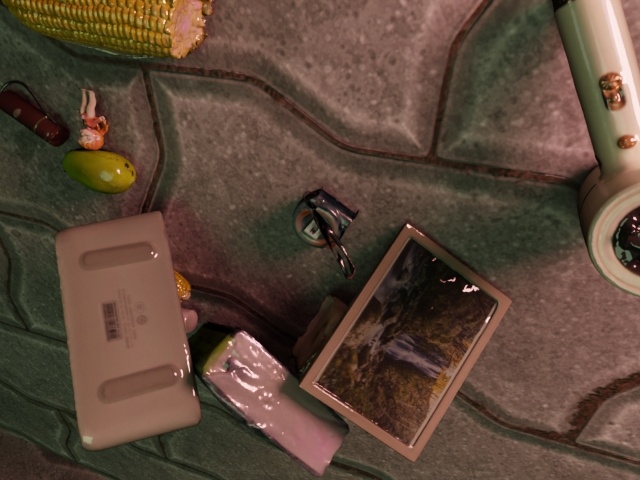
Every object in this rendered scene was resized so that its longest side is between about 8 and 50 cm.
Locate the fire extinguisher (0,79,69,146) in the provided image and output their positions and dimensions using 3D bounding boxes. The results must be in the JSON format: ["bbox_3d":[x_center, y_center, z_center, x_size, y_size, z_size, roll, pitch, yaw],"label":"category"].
[{"bbox_3d":[-0.567,-0.252,0.797,0.157,0.045,0.078,36,100,-5],"label":"fire extinguisher"}]

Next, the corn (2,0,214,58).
[{"bbox_3d":[-0.309,-0.342,0.595,0.304,0.122,0.124,16,100,7],"label":"corn"}]

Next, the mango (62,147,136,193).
[{"bbox_3d":[-0.441,-0.135,0.807,0.164,0.074,0.091,7,127,17],"label":"mango"}]

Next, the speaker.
[{"bbox_3d":[-0.356,0.159,0.764,0.183,0.184,0.407,-45,59,61],"label":"speaker"}]

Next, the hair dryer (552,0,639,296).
[{"bbox_3d":[0.332,-0.137,0.460,0.128,0.203,0.362,-17,99,33],"label":"hair dryer"}]

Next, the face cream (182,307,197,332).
[{"bbox_3d":[-0.431,0.180,1.020,0.268,0.082,0.082,6,125,16],"label":"face cream"}]

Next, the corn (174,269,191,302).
[{"bbox_3d":[-0.382,0.070,0.933,0.206,0.067,0.067,37,128,-3],"label":"corn"}]

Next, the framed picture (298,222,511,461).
[{"bbox_3d":[0.147,0.167,0.686,0.240,0.324,0.020,37,172,-6],"label":"framed picture"}]

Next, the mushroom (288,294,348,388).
[{"bbox_3d":[0.054,0.213,0.798,0.173,0.162,0.236,27,171,-4],"label":"mushroom"}]

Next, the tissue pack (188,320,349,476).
[{"bbox_3d":[-0.144,0.304,0.862,0.288,0.124,0.394,44,157,-10],"label":"tissue pack"}]

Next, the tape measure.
[{"bbox_3d":[-0.004,-0.001,0.678,0.104,0.180,0.107,24,129,-17],"label":"tape measure"}]

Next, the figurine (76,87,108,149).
[{"bbox_3d":[-0.422,-0.222,0.759,0.064,0.047,0.109,20,117,16],"label":"figurine"}]
